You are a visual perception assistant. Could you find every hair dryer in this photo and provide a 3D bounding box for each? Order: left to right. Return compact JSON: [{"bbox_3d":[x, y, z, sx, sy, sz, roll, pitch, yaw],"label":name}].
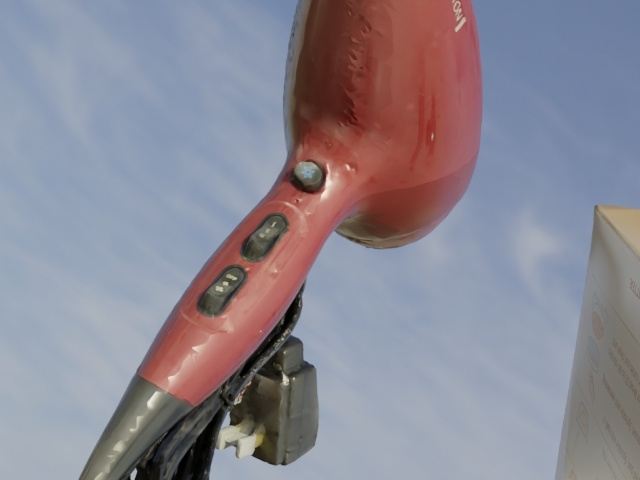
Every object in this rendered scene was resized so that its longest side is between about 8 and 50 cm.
[{"bbox_3d":[0.000,0.000,0.640,0.080,0.293,0.223,19,19,11],"label":"hair dryer"}]

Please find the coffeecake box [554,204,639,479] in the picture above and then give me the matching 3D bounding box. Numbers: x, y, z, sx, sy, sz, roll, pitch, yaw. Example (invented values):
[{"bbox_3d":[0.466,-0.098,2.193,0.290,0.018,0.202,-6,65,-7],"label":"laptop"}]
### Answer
[{"bbox_3d":[0.094,0.100,0.386,0.068,0.185,0.142,5,15,-5],"label":"coffeecake box"}]
